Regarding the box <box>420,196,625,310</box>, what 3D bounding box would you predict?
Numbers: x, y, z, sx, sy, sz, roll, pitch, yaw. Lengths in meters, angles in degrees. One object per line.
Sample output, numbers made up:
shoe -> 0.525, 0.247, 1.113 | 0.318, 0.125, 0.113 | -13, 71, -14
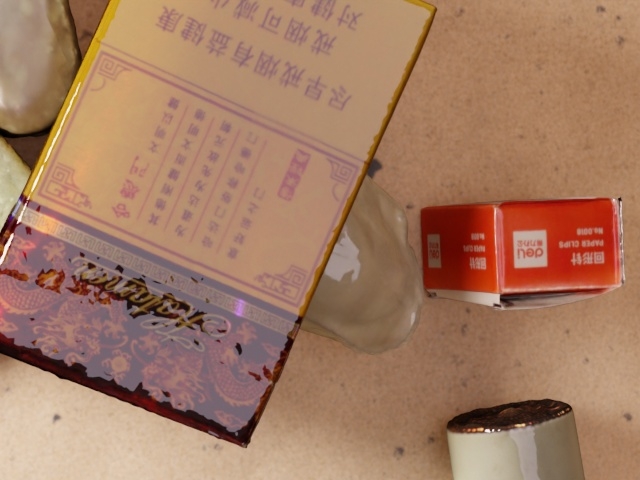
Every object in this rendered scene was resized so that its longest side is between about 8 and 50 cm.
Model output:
box -> 0.188, 0.010, 1.662 | 0.133, 0.182, 0.099 | -4, 92, -21

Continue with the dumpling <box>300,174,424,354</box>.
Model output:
dumpling -> 0.000, 0.000, 1.631 | 0.250, 0.132, 0.162 | 42, 86, 2

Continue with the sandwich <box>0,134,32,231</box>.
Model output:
sandwich -> -0.365, 0.004, 1.530 | 0.251, 0.087, 0.226 | -44, 111, -13

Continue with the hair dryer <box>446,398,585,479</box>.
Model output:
hair dryer -> 0.082, 0.282, 1.670 | 0.362, 0.128, 0.203 | -10, 94, -10

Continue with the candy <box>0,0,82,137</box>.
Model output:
candy -> -0.276, -0.207, 1.554 | 0.102, 0.104, 0.234 | -16, 95, -14

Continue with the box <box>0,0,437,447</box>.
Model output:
box -> -0.105, -0.059, 1.489 | 0.264, 0.116, 0.415 | 23, 90, -11
